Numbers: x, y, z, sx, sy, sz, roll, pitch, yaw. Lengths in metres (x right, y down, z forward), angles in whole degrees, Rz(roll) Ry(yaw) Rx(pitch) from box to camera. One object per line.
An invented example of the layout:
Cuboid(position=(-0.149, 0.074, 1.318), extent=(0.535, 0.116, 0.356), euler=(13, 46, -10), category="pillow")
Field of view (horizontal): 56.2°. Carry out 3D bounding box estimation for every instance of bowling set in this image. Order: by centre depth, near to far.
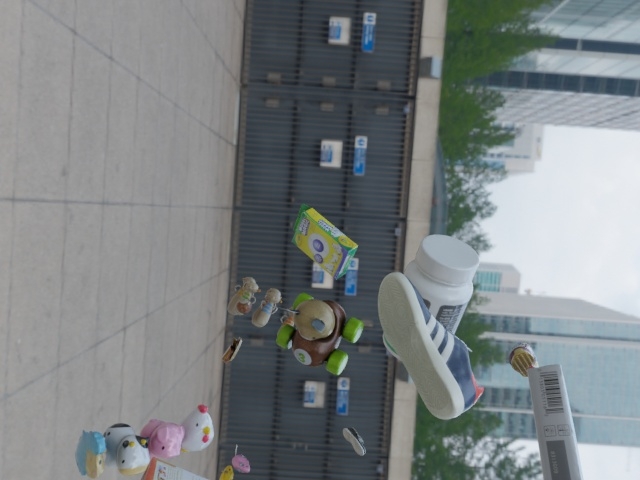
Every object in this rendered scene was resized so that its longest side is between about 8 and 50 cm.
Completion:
Cuboid(position=(-0.208, 0.217, 2.119), extent=(0.154, 0.287, 0.200), euler=(-62, 164, -16), category="bowling set")

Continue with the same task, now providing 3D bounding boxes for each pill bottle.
Cuboid(position=(0.324, 0.178, 1.760), extent=(0.204, 0.204, 0.361), euler=(-87, -170, -58), category="pill bottle")

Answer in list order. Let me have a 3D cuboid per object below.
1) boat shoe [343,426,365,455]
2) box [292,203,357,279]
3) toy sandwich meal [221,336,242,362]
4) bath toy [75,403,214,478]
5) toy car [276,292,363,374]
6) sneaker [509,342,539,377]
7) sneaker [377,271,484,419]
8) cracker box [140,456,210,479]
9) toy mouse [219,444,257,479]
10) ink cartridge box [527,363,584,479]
Cuboid(position=(0.119, 0.661, 1.978), extent=(0.125, 0.038, 0.046), euler=(31, -56, 57), category="boat shoe")
Cuboid(position=(0.000, 0.000, 1.465), extent=(0.043, 0.179, 0.105), euler=(-29, 151, -41), category="box")
Cuboid(position=(-0.258, 0.317, 1.746), extent=(0.086, 0.029, 0.085), euler=(-59, -172, 14), category="toy sandwich meal")
Cuboid(position=(-0.397, 0.477, 1.444), extent=(0.151, 0.348, 0.129), euler=(41, -65, 36), category="bath toy")
Cuboid(position=(-0.019, 0.180, 1.226), extent=(0.149, 0.155, 0.188), euler=(-63, 159, -8), category="toy car")
Cuboid(position=(0.562, 0.321, 1.681), extent=(0.185, 0.069, 0.084), euler=(47, 23, -50), category="sneaker")
Cuboid(position=(0.259, 0.229, 1.390), extent=(0.131, 0.148, 0.350), euler=(-42, -115, 49), category="sneaker")
Cuboid(position=(-0.193, 0.458, 0.975), extent=(0.067, 0.232, 0.156), euler=(-64, -171, 3), category="cracker box")
Cuboid(position=(-0.224, 0.640, 1.615), extent=(0.143, 0.031, 0.161), euler=(-7, -111, 45), category="toy mouse")
Cuboid(position=(0.625, 0.540, 1.543), extent=(0.385, 0.091, 0.308), euler=(52, 32, -46), category="ink cartridge box")
